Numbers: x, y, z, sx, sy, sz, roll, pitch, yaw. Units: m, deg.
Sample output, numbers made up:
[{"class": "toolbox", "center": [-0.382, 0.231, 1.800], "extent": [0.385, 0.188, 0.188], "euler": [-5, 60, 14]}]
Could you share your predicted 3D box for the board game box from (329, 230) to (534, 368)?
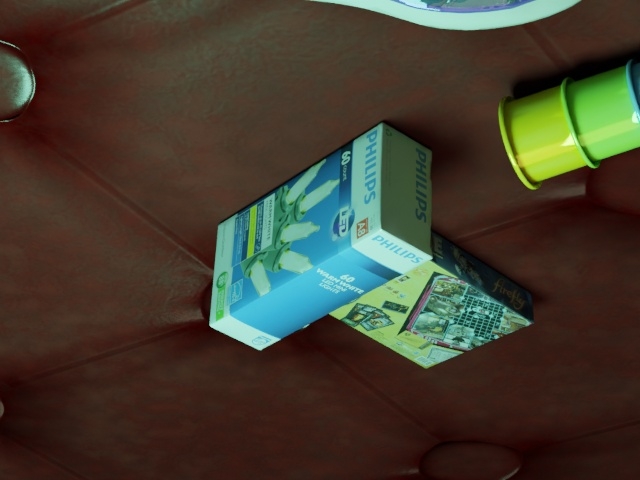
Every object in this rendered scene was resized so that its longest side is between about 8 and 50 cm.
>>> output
[{"class": "board game box", "center": [0.102, 0.058, 1.898], "extent": [0.165, 0.042, 0.243], "euler": [-26, 138, 36]}]

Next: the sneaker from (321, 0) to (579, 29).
[{"class": "sneaker", "center": [0.069, -0.283, 1.290], "extent": [0.323, 0.130, 0.236], "euler": [5, 152, 6]}]

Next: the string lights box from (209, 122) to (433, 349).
[{"class": "string lights box", "center": [0.000, 0.000, 1.730], "extent": [0.077, 0.133, 0.260], "euler": [28, 139, -33]}]

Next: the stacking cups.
[{"class": "stacking cups", "center": [0.323, -0.138, 1.543], "extent": [0.316, 0.096, 0.096], "euler": [-18, 142, 26]}]
